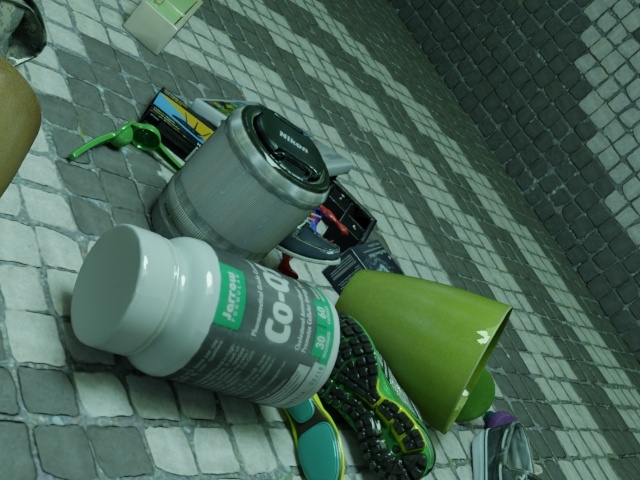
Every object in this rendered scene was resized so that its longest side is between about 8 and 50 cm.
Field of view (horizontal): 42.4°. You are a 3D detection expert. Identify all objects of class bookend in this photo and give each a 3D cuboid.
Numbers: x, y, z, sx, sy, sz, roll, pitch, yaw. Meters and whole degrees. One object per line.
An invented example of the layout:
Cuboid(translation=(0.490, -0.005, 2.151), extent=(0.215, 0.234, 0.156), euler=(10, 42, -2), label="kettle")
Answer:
Cuboid(translation=(0.042, -0.054, 1.936), extent=(0.157, 0.072, 0.156), euler=(45, 25, -4), label="bookend")

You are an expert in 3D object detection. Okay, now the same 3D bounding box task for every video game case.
Cuboid(translation=(-0.101, -0.233, 1.888), extent=(0.300, 0.036, 0.329), euler=(34, 18, 13), label="video game case")

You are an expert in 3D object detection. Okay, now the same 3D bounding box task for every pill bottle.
Cuboid(translation=(-0.161, 0.114, 1.203), extent=(0.361, 0.204, 0.204), euler=(24, 33, -41), label="pill bottle")

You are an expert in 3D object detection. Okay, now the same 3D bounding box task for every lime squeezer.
Cuboid(translation=(-0.348, -0.170, 1.521), extent=(0.310, 0.059, 0.109), euler=(10, 74, -55), label="lime squeezer")

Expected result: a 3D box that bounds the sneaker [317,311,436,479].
Cuboid(translation=(0.085, 0.283, 1.479), extent=(0.343, 0.134, 0.146), euler=(60, 10, 25), label="sneaker")

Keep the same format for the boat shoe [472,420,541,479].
Cuboid(translation=(0.373, 0.485, 1.615), extent=(0.121, 0.119, 0.335), euler=(37, 29, -24), label="boat shoe")

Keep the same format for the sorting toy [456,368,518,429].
Cuboid(translation=(0.284, 0.302, 1.808), extent=(0.365, 0.127, 0.126), euler=(44, -4, -14), label="sorting toy")

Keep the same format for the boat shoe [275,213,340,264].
Cuboid(translation=(-0.065, -0.027, 1.587), extent=(0.255, 0.079, 0.095), euler=(26, 14, 30), label="boat shoe")

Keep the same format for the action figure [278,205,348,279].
Cuboid(translation=(0.000, 0.000, 1.767), extent=(0.139, 0.091, 0.280), euler=(33, 28, -12), label="action figure")

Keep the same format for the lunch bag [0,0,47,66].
Cuboid(translation=(-0.592, -0.406, 1.327), extent=(0.235, 0.169, 0.287), euler=(46, 17, 5), label="lunch bag")

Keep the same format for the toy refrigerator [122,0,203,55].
Cuboid(translation=(-0.369, -0.546, 1.973), extent=(0.102, 0.094, 0.269), euler=(41, 26, -15), label="toy refrigerator")

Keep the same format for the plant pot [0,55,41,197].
Cuboid(translation=(-0.481, -0.082, 0.987), extent=(0.237, 0.237, 0.254), euler=(30, 44, -34), label="plant pot")

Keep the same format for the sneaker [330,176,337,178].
Cuboid(translation=(0.002, -0.197, 2.076), extent=(0.072, 0.077, 0.178), euler=(22, 35, -45), label="sneaker")

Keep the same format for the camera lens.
Cuboid(translation=(-0.136, -0.084, 1.448), extent=(0.219, 0.274, 0.219), euler=(37, 27, -22), label="camera lens")

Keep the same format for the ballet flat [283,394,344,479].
Cuboid(translation=(-0.007, 0.305, 1.334), extent=(0.077, 0.077, 0.231), euler=(42, 17, -54), label="ballet flat")

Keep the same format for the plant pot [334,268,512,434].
Cuboid(translation=(0.176, 0.181, 1.597), extent=(0.294, 0.274, 0.275), euler=(28, 20, 16), label="plant pot")

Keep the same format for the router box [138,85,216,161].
Cuboid(translation=(-0.279, -0.225, 1.700), extent=(0.179, 0.046, 0.133), euler=(39, 25, -19), label="router box")

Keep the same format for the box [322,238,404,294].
Cuboid(translation=(0.111, 0.092, 1.810), extent=(0.158, 0.093, 0.156), euler=(54, 25, 10), label="box")

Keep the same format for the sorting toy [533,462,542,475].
Cuboid(translation=(0.446, 0.482, 1.838), extent=(0.083, 0.045, 0.075), euler=(42, 18, -10), label="sorting toy")
